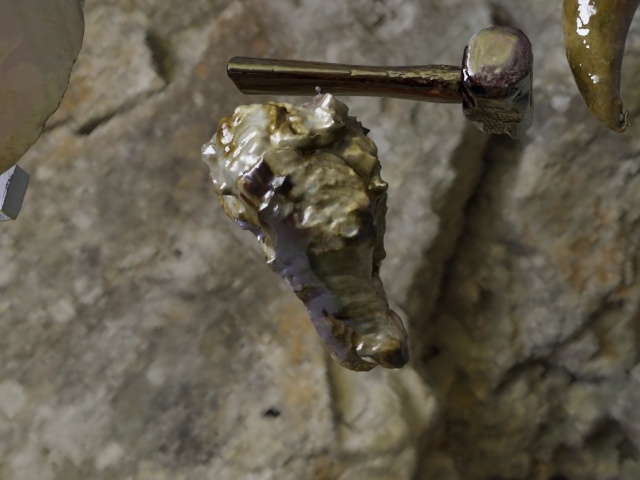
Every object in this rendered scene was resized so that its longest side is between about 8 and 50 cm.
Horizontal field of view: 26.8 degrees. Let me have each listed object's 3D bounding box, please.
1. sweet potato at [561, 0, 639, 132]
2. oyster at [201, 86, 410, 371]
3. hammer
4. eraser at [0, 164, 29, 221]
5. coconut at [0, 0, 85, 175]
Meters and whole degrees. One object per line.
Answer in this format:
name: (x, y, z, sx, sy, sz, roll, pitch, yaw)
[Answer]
sweet potato: (0.383, -0.353, 1.729, 0.130, 0.422, 0.130, 14, 175, 1)
oyster: (-0.007, 0.002, 1.477, 0.133, 0.198, 0.337, -54, -52, -44)
hammer: (0.082, -0.205, 1.782, 0.409, 0.095, 0.242, 1, 172, 6)
eraser: (-0.244, -0.030, 0.943, 0.083, 0.038, 0.019, -5, 151, 31)
coconut: (-0.297, -0.150, 0.730, 0.329, 0.329, 0.329, 45, -174, -6)
